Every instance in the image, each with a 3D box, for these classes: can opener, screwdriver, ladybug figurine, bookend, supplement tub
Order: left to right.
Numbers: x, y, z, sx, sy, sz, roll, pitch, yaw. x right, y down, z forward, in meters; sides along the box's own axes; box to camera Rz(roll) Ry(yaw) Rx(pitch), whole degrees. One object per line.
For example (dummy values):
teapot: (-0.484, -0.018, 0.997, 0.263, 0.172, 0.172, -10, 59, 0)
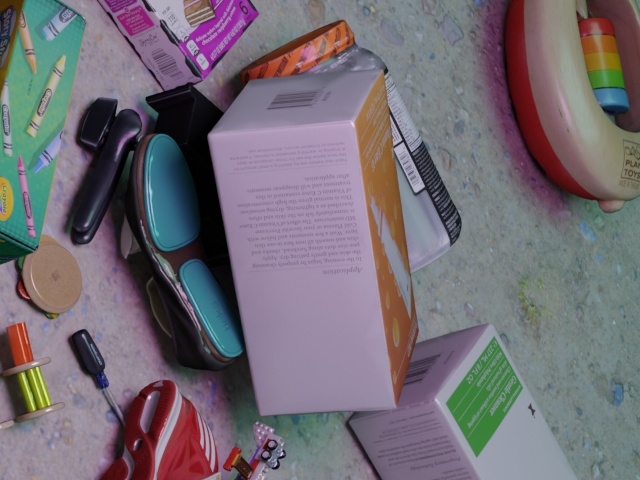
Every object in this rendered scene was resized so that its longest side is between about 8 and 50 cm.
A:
can opener: (-0.246, -0.076, 1.861, 0.059, 0.073, 0.186, 82, 18, -61)
screwdriver: (-0.231, 0.174, 1.802, 0.025, 0.024, 0.170, -66, 133, -75)
bookend: (-0.146, -0.073, 1.934, 0.156, 0.072, 0.157, 40, 49, -43)
supplement tub: (0.033, -0.106, 2.072, 0.193, 0.193, 0.316, -39, 105, -48)
ladybug figurine: (0.402, -0.257, 2.571, 0.305, 0.162, 0.449, 10, 69, -46)

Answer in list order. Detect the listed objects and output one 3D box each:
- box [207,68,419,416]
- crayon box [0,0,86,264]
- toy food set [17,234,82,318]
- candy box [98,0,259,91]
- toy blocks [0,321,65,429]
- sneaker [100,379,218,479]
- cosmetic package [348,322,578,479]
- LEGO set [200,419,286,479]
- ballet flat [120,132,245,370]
box: (0.000, 0.000, 1.889, 0.215, 0.168, 0.345, -65, 149, -65)
crayon box: (-0.342, -0.106, 1.665, 0.081, 0.165, 0.278, 31, 55, -38)
toy food set: (-0.294, 0.041, 1.778, 0.083, 0.020, 0.082, 51, 45, -24)
candy box: (-0.193, -0.318, 1.986, 0.233, 0.071, 0.159, 53, 44, -20)
toy blocks: (-0.334, 0.118, 1.678, 0.123, 0.054, 0.148, -17, 89, -49)
sneaker: (-0.170, 0.275, 1.786, 0.128, 0.087, 0.221, 45, 56, -37)
cosmetic package: (0.215, 0.320, 2.154, 0.365, 0.155, 0.197, 58, 39, -14)
LEGO set: (-0.111, 0.318, 1.846, 0.244, 0.060, 0.182, -19, 123, -54)
ballet flat: (-0.176, 0.021, 1.861, 0.095, 0.096, 0.280, -18, 89, -52)
